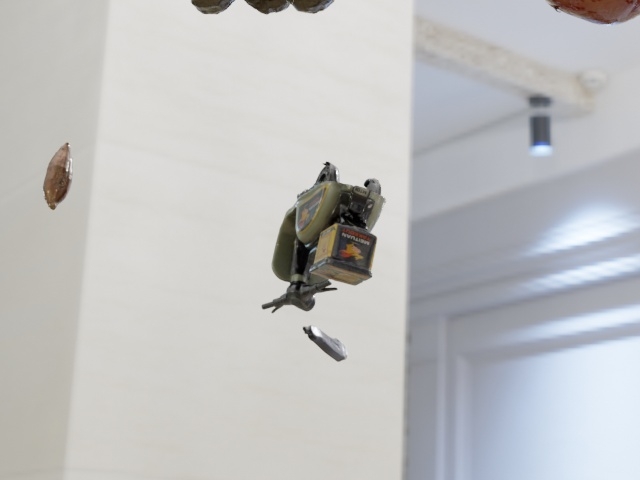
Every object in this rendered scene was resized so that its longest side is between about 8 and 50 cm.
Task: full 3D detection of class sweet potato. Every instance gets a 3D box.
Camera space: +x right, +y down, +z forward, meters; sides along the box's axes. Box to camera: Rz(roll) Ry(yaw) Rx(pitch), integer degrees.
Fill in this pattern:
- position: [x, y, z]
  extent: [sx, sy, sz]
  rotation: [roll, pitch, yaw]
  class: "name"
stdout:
- position: [-0.306, -0.074, 1.459]
  extent: [0.034, 0.095, 0.034]
  rotation: [6, -33, 4]
  class: "sweet potato"

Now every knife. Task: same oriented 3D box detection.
- position: [0.006, 0.136, 1.669]
  extent: [0.018, 0.031, 0.121]
  rotation: [-25, -31, 13]
  class: "knife"

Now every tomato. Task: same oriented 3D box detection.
- position: [0.341, -0.352, 1.619]
  extent: [0.237, 0.237, 0.095]
  rotation: [10, -59, -25]
  class: "tomato"

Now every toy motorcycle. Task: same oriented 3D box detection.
- position: [0.000, 0.000, 1.549]
  extent: [0.091, 0.157, 0.263]
  rotation: [18, -19, -15]
  class: "toy motorcycle"

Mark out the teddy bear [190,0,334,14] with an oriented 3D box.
- position: [-0.064, -0.322, 1.437]
  extent: [0.177, 0.140, 0.190]
  rotation: [-3, 2, 0]
  class: "teddy bear"
